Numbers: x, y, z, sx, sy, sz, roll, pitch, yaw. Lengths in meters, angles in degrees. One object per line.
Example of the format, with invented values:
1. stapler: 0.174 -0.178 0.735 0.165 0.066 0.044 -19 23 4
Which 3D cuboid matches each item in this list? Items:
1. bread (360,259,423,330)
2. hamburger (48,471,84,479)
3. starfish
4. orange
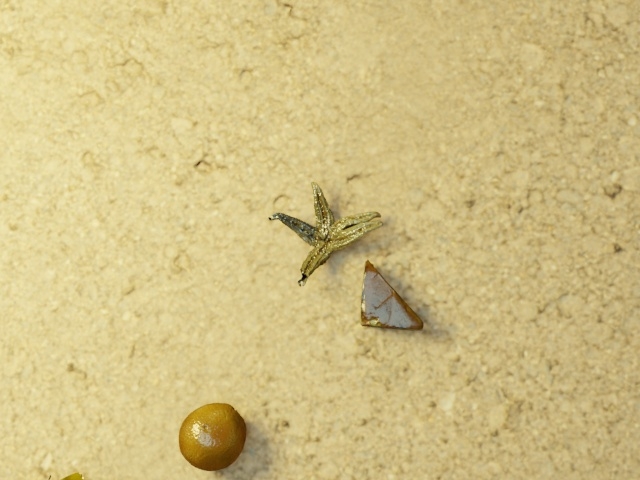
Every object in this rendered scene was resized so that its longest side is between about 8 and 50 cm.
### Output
1. bread: 0.071 0.081 1.475 0.062 0.043 0.109 -39 84 -5
2. hamburger: -0.325 0.403 1.395 0.243 0.139 0.262 -34 82 -3
3. starfish: -0.001 0.001 1.489 0.133 0.041 0.130 20 74 11
4. orange: -0.127 0.231 1.445 0.085 0.085 0.085 0 82 2
